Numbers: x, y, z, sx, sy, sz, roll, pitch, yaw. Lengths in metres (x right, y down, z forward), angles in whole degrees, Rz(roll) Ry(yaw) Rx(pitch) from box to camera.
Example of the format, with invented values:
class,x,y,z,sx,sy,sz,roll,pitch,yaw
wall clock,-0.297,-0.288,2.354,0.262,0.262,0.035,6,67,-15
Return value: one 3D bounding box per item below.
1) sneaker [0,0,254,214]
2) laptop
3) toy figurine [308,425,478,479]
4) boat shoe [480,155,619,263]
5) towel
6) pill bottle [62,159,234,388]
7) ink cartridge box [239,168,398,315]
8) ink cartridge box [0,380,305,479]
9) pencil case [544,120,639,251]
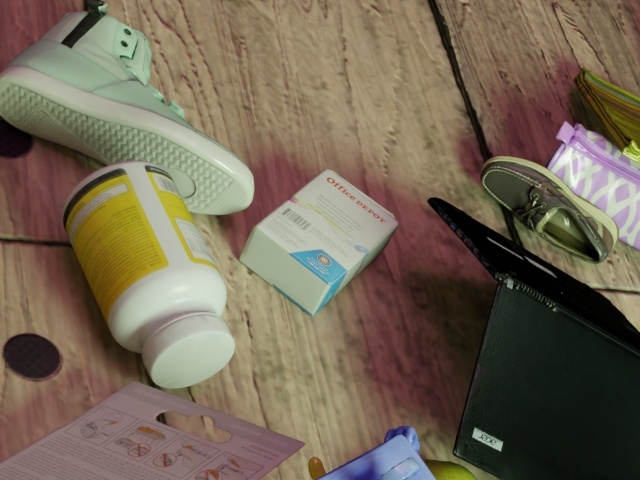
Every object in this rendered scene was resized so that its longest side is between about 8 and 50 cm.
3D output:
class,x,y,z,sx,sy,sz,roll,pitch,yaw
sneaker,-0.155,-0.130,1.677,0.256,0.094,0.151,27,48,4
laptop,0.192,0.112,1.619,0.234,0.136,0.264,29,12,-29
toy figurine,0.055,0.230,1.340,0.362,0.217,0.191,-21,60,-38
boat shoe,0.223,-0.030,1.799,0.152,0.056,0.049,29,37,2
towel,0.331,-0.117,1.894,0.102,0.021,0.237,23,19,-13
pill bottle,-0.140,0.029,1.526,0.103,0.103,0.184,-6,51,-31
ink cartridge box,0.000,0.000,1.662,0.088,0.052,0.122,38,45,11
ink cartridge box,-0.151,0.197,1.331,0.189,0.066,0.232,16,29,37
pencil case,0.318,-0.040,1.831,0.206,0.088,0.086,27,70,5
